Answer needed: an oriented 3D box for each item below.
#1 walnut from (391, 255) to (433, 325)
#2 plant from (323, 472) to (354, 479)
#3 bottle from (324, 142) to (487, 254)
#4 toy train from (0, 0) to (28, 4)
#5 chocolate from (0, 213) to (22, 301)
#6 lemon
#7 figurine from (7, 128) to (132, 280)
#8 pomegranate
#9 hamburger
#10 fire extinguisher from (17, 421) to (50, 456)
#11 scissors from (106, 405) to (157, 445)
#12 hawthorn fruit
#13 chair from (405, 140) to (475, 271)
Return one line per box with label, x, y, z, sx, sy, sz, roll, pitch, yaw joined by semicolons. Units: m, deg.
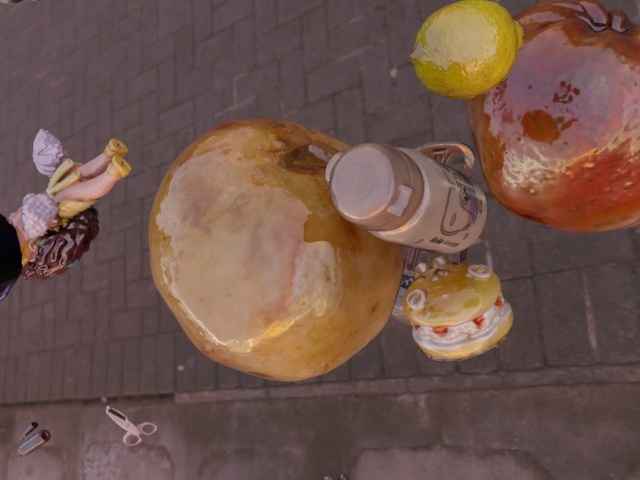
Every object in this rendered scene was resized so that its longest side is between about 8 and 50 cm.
walnut;0.290;0.150;1.931;0.224;0.224;0.224;-10;75;38
plant;0.060;0.524;1.176;0.195;0.129;0.132;32;66;30
bottle;0.085;-0.046;0.659;0.110;0.209;0.097;28;99;34
toy train;-0.496;-0.502;1.160;0.087;0.088;0.406;-32;34;21
chocolate;-0.506;0.098;0.850;0.343;0.148;0.126;-43;80;29
lemon;0.168;-0.219;0.737;0.133;0.109;0.109;-12;71;7
figurine;-0.345;-0.042;0.852;0.240;0.116;0.174;-47;39;27
pomegranate;-0.058;0.018;0.831;0.338;0.338;0.337;-10;75;38
hamburger;0.340;0.153;1.651;0.261;0.302;0.186;-20;107;13
fire extinguisher;-0.538;0.367;1.186;0.100;0.032;0.046;-34;91;27
scissors;-0.465;0.442;1.550;0.086;0.176;0.022;-32;47;-5
hawthorn fruit;0.427;-0.187;1.073;0.403;0.403;0.402;-10;75;38
chair;0.305;-0.081;1.659;0.176;0.326;0.183;-6;59;0
